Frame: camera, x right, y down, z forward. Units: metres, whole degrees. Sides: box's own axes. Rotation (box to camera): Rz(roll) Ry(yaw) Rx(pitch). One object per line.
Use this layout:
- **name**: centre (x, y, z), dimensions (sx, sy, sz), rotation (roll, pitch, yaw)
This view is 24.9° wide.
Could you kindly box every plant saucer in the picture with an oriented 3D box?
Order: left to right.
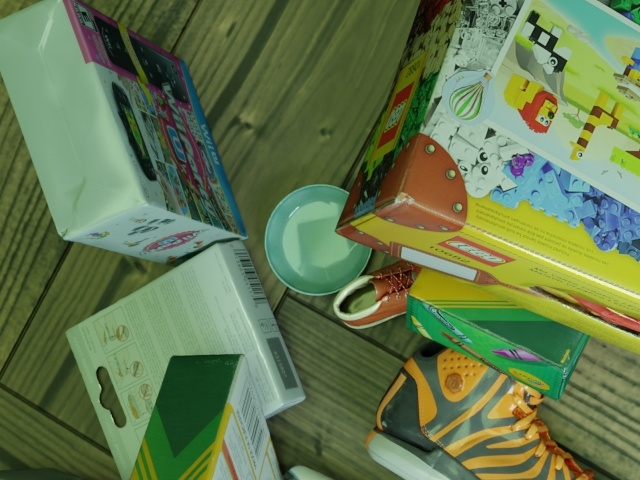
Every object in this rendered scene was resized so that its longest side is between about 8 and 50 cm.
- **plant saucer**: centre (0.000, 0.000, 1.552), dimensions (0.119, 0.021, 0.119), rotation (-1, 84, 14)

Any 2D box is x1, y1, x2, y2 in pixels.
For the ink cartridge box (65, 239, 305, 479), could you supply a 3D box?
- **ink cartridge box**: centre (-0.148, 0.131, 1.573), dimensions (0.232, 0.066, 0.189), rotation (-30, 77, 31)

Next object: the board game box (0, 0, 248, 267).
- **board game box**: centre (-0.195, -0.101, 1.467), dimensions (0.097, 0.303, 0.224), rotation (-23, 79, 11)

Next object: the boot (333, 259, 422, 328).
- **boot**: centre (0.086, 0.046, 1.493), dimensions (0.158, 0.084, 0.059), rotation (-27, 76, 9)

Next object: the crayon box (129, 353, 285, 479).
- **crayon box**: centre (-0.119, 0.291, 1.373), dimensions (0.083, 0.203, 0.323), rotation (-2, 40, 14)

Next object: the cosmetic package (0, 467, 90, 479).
- **cosmetic package**: centre (-0.262, 0.311, 1.488), dimensions (0.238, 0.107, 0.127), rotation (0, 86, 47)

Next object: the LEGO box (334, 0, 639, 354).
- **LEGO box**: centre (0.317, -0.098, 1.262), dimensions (0.500, 0.193, 0.372), rotation (21, 79, -11)

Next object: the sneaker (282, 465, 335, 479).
- **sneaker**: centre (0.067, 0.295, 1.480), dimensions (0.237, 0.085, 0.086), rotation (31, 66, 19)

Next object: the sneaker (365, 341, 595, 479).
- **sneaker**: centre (0.212, 0.198, 1.422), dimensions (0.321, 0.124, 0.180), rotation (26, 92, 16)

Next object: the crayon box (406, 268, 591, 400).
- **crayon box**: centre (0.218, -0.004, 1.412), dimensions (0.165, 0.081, 0.278), rotation (25, 66, 15)
